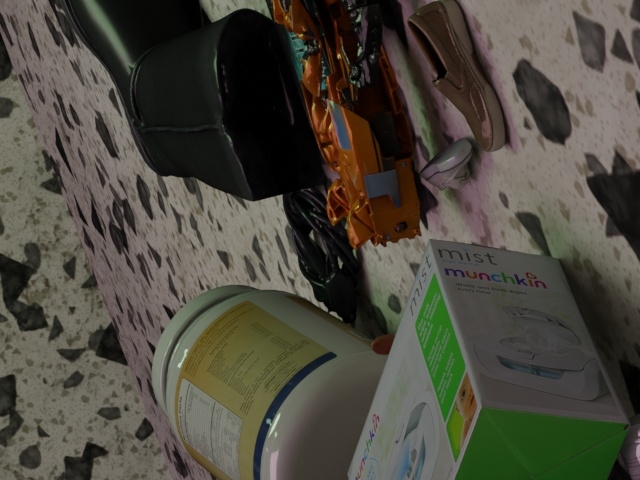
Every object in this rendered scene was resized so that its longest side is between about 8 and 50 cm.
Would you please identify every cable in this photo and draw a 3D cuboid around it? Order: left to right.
[{"bbox_3d":[0.000,0.000,2.000,0.150,0.047,0.184,-124,15,-49],"label":"cable"}]

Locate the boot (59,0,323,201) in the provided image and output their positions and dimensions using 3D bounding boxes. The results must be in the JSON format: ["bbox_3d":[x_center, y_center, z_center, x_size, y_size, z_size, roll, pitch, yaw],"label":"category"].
[{"bbox_3d":[-0.164,-0.227,2.021,0.367,0.146,0.445,63,168,-13],"label":"boot"}]

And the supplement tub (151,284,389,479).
[{"bbox_3d":[-0.033,0.187,1.942,0.316,0.228,0.228,28,139,53],"label":"supplement tub"}]

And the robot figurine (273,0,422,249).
[{"bbox_3d":[0.023,-0.146,1.611,0.211,0.085,0.291,-134,28,-74],"label":"robot figurine"}]

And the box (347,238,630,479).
[{"bbox_3d":[0.129,0.171,1.409,0.231,0.127,0.262,-103,26,-55],"label":"box"}]

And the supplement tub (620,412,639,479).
[{"bbox_3d":[0.272,0.179,1.305,0.107,0.071,0.071,66,164,2],"label":"supplement tub"}]

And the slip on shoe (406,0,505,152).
[{"bbox_3d":[0.113,-0.135,1.450,0.135,0.041,0.051,70,164,-7],"label":"slip on shoe"}]

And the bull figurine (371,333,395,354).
[{"bbox_3d":[0.152,0.201,1.657,0.310,0.101,0.188,46,152,52],"label":"bull figurine"}]

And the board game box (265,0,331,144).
[{"bbox_3d":[-0.005,-0.189,1.785,0.186,0.026,0.126,70,163,-8],"label":"board game box"}]

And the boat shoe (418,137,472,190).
[{"bbox_3d":[0.120,-0.064,1.550,0.035,0.035,0.100,43,161,-5],"label":"boat shoe"}]
